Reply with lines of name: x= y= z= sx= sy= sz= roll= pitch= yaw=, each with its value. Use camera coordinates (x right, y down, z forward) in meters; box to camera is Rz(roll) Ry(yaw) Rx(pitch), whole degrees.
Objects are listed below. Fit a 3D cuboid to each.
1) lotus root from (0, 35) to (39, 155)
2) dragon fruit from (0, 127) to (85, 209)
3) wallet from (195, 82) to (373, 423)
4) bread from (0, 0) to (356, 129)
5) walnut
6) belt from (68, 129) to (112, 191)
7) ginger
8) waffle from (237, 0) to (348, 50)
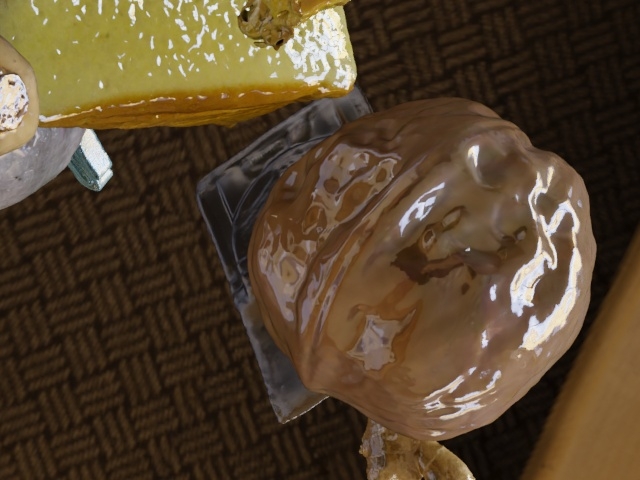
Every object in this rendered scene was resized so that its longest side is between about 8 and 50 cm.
lotus root: x=-0.183 y=-0.077 z=0.611 sx=0.062 sy=0.150 sz=0.073 roll=-45 pitch=126 yaw=-20
dragon fruit: x=-0.332 y=-0.137 z=1.246 sx=0.204 sy=0.283 sz=0.221 roll=13 pitch=133 yaw=18
wallet: x=0.000 y=0.000 z=1.291 sx=0.247 sy=0.041 sz=0.323 roll=-35 pitch=59 yaw=19
bread: x=-0.174 y=-0.210 z=1.065 sx=0.362 sy=0.245 sz=0.233 roll=-13 pitch=94 yaw=-40
walnut: x=0.079 y=0.018 z=0.953 sx=0.273 sy=0.227 sz=0.273 roll=3 pitch=77 yaw=-13
belt: x=-0.393 y=-0.154 z=1.893 sx=0.100 sy=0.065 sz=0.179 roll=-3 pitch=129 yaw=33
ginger: x=0.115 y=0.295 z=1.957 sx=0.148 sy=0.081 sz=0.333 roll=-35 pitch=68 yaw=16
waffle: x=0.057 y=-0.178 z=0.582 sx=0.291 sy=0.291 sz=0.051 roll=-34 pitch=94 yaw=0
